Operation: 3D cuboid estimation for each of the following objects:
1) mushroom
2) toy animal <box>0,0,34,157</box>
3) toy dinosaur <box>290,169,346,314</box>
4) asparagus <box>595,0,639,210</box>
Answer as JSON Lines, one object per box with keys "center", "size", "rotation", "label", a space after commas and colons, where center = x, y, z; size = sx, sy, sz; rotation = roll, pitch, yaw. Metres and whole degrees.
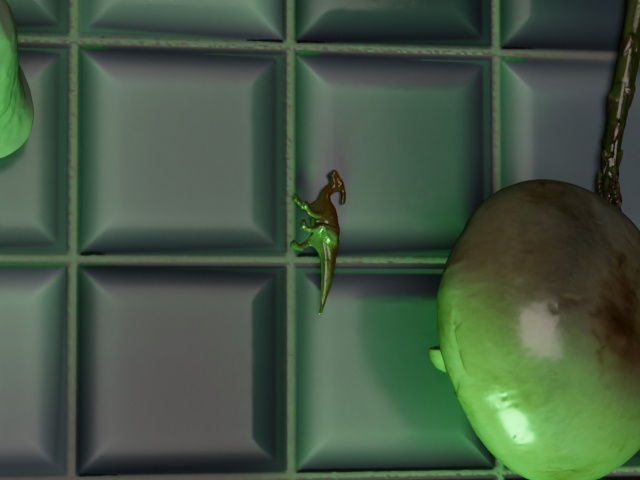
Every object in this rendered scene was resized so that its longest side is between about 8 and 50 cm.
{"center": [0.164, 0.068, 1.283], "size": [0.178, 0.226, 0.226], "rotation": [-9, 88, 28], "label": "mushroom"}
{"center": [-0.305, -0.166, 1.166], "size": [0.206, 0.265, 0.272], "rotation": [-40, 93, -12], "label": "toy animal"}
{"center": [-0.003, -0.002, 1.331], "size": [0.041, 0.026, 0.113], "rotation": [16, 74, -27], "label": "toy dinosaur"}
{"center": [0.246, -0.129, 1.390], "size": [0.024, 0.025, 0.248], "rotation": [17, 81, -52], "label": "asparagus"}
